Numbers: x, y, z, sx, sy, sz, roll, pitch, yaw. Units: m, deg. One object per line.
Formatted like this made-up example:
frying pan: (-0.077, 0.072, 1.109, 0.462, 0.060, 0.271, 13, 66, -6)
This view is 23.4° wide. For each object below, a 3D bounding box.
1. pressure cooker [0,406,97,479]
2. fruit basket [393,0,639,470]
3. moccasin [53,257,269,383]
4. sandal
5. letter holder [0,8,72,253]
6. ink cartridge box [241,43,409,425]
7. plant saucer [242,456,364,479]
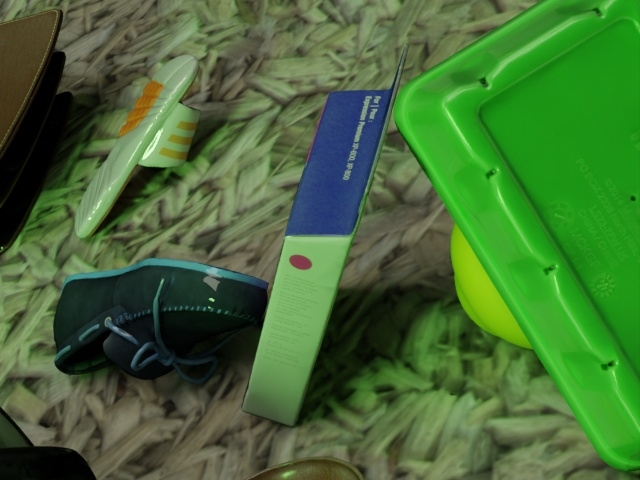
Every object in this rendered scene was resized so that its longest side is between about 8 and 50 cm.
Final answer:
pressure cooker: (-0.400, 0.300, 1.345, 0.420, 0.375, 0.370, -34, 26, 13)
fruit basket: (0.232, -0.013, 1.250, 0.283, 0.392, 0.392, -32, 37, 7)
moccasin: (-0.167, 0.094, 1.607, 0.342, 0.138, 0.116, -13, 61, 56)
sandal: (-0.209, -0.107, 1.893, 0.265, 0.076, 0.102, -56, 25, 12)
letter holder: (-0.415, -0.140, 2.031, 0.214, 0.152, 0.302, -12, 44, 28)
ink cartridge box: (0.000, 0.000, 1.394, 0.069, 0.371, 0.175, 17, 52, -2)
plant saucer: (-0.043, 0.266, 1.345, 0.199, 0.036, 0.198, -25, 22, 11)
